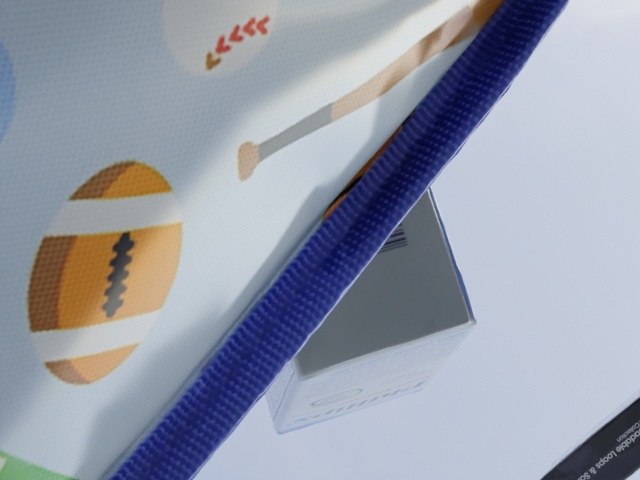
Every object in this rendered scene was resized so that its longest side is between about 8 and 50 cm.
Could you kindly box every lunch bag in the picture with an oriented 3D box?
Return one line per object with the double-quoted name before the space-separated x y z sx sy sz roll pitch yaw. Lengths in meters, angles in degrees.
"lunch bag" -0.112 -0.118 0.448 0.385 0.239 0.328 -47 -136 -11

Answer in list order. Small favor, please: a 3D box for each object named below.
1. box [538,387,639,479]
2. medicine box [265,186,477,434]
"box" 0.160 0.086 0.784 0.116 0.162 0.029 -40 -99 4
"medicine box" 0.000 0.000 1.357 0.149 0.289 0.263 -16 -103 -9
